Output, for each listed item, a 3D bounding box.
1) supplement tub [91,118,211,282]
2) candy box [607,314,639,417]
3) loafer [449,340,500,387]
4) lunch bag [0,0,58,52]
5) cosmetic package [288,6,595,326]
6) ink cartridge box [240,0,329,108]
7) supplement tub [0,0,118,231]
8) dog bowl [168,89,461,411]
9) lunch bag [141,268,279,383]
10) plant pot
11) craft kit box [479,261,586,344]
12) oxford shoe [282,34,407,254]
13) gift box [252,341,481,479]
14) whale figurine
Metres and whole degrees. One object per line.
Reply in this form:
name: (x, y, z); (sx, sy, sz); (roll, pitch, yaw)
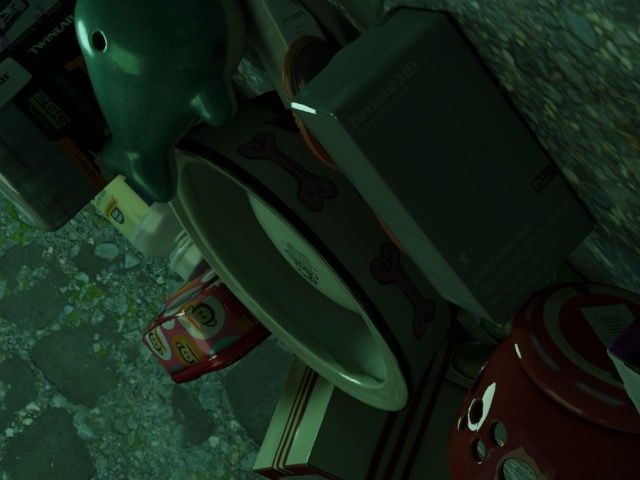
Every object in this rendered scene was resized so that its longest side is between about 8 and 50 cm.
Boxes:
supplement tub: (-0.221, -0.126, 1.908); (0.325, 0.235, 0.235); (45, 170, 4)
candy box: (0.285, 0.092, 0.889); (0.071, 0.159, 0.233); (38, 168, 43)
loafer: (0.186, 0.131, 1.479); (0.148, 0.056, 0.050); (15, 149, 52)
lunch bag: (-0.428, -0.345, 1.818); (0.223, 0.160, 0.262); (61, -154, -55)
cosmetic package: (0.100, -0.061, 1.148); (0.238, 0.127, 0.107); (49, 170, -27)
ink cartridge box: (-0.045, -0.223, 1.407); (0.179, 0.045, 0.145); (65, 169, -4)
supplement tub: (-0.261, -0.179, 1.623); (0.193, 0.316, 0.193); (43, 170, 9)
dog bowl: (0.000, 0.000, 1.631); (0.408, 0.150, 0.408); (41, 162, 16)
lunch bag: (-0.090, 0.066, 1.936); (0.120, 0.293, 0.258); (54, 152, -3)
plant pot: (0.217, 0.142, 1.186); (0.191, 0.191, 0.174); (40, 133, 30)
craft kit box: (0.269, 0.122, 1.398); (0.250, 0.061, 0.246); (43, 167, 14)
oxford shoe: (0.070, -0.090, 1.323); (0.098, 0.097, 0.271); (-1, 140, 50)
gift box: (0.062, 0.228, 1.921); (0.255, 0.258, 0.276); (28, 162, -20)
whale figurine: (-0.183, -0.167, 1.440); (0.216, 0.141, 0.272); (33, 122, 27)
